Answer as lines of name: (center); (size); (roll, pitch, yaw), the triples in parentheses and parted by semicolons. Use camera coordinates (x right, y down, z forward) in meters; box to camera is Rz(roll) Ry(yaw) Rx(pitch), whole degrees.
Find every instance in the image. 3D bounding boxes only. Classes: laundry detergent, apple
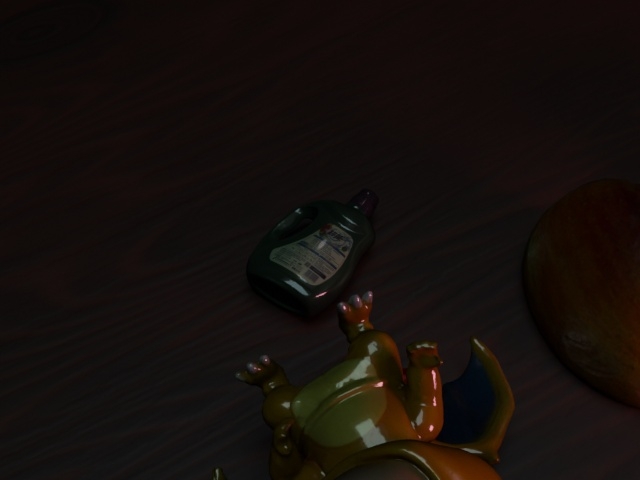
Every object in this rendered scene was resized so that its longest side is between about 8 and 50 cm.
laundry detergent: (0.000, 0.000, 1.390); (0.144, 0.078, 0.222); (26, 61, 22)
apple: (0.407, 0.062, 1.296); (0.254, 0.179, 0.346); (-47, 59, 17)

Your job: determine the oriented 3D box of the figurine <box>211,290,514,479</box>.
figurine: (0.101, 0.262, 1.105); (0.401, 0.268, 0.387); (-22, 56, -18)
